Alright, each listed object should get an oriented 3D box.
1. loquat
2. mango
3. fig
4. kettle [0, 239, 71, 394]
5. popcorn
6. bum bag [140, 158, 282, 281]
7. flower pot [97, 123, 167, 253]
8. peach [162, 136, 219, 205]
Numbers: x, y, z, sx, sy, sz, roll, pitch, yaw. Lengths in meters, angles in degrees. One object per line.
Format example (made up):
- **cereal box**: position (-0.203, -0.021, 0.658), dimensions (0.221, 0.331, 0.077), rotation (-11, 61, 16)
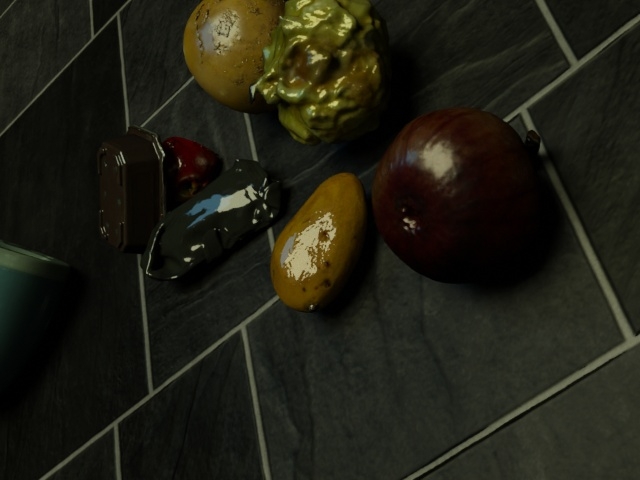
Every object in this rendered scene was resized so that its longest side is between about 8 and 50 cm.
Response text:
- **loquat**: position (-0.120, -0.334, 1.822), dimensions (0.235, 0.235, 0.235), rotation (-26, 49, 35)
- **mango**: position (0.000, 0.000, 1.578), dimensions (0.147, 0.109, 0.227), rotation (4, 69, 51)
- **fig**: position (0.182, -0.056, 1.353), dimensions (0.235, 0.214, 0.234), rotation (0, 89, 33)
- **kettle**: position (-0.686, 0.172, 2.166), dimensions (0.319, 0.247, 0.342), rotation (-170, 99, -82)
- **popcorn**: position (0.003, -0.273, 1.643), dimensions (0.249, 0.226, 0.249), rotation (-177, 90, -85)
- **bum bag**: position (-0.193, -0.033, 1.838), dimensions (0.326, 0.080, 0.142), rotation (-31, 56, 21)
- **flower pot**: position (-0.360, -0.084, 1.954), dimensions (0.179, 0.084, 0.250), rotation (26, 120, 53)
- **peach**: position (-0.271, -0.142, 1.980), dimensions (0.127, 0.092, 0.172), rotation (-57, 40, 9)
